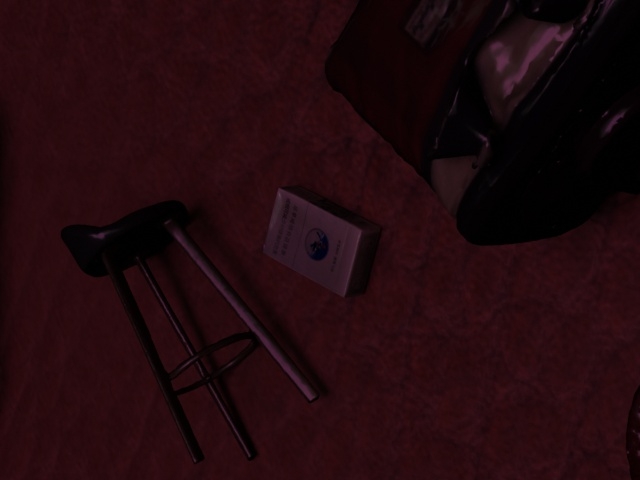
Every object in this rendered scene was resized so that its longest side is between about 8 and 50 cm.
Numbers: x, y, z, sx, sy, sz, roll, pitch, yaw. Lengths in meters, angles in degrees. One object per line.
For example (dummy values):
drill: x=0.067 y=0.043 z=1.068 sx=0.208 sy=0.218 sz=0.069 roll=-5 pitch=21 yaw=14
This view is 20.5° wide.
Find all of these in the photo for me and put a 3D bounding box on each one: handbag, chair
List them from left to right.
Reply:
chair: x=-0.098 y=0.056 z=1.316 sx=0.095 sy=0.104 sz=0.221 roll=-39 pitch=74 yaw=9
handbag: x=0.131 y=-0.126 z=1.039 sx=0.181 sy=0.181 sz=0.254 roll=49 pitch=126 yaw=26

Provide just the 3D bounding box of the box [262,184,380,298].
box: x=0.000 y=0.000 z=1.264 sx=0.083 sy=0.024 sz=0.054 roll=28 pitch=111 yaw=35

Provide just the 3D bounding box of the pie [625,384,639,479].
pie: x=0.249 y=0.128 z=1.063 sx=0.154 sy=0.036 sz=0.154 roll=6 pitch=100 yaw=39
